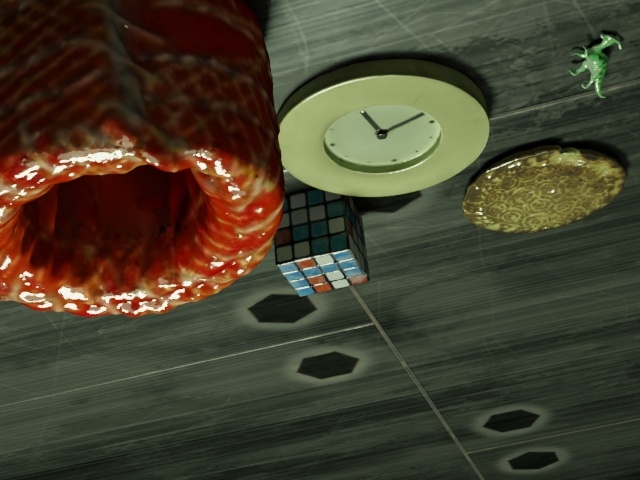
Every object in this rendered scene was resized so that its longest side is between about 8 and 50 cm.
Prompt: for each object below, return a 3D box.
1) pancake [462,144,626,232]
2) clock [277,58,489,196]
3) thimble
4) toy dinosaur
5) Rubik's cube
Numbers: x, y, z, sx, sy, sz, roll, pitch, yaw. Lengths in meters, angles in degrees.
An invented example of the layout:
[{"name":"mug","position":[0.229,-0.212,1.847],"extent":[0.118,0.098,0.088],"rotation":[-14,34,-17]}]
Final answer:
[{"name":"pancake","position":[0.265,-0.059,1.722],"extent":[0.199,0.021,0.199],"rotation":[-4,150,-2]},{"name":"clock","position":[0.067,-0.121,1.575],"extent":[0.235,0.029,0.235],"rotation":[-3,149,-2]},{"name":"thimble","position":[-0.206,-0.091,1.374],"extent":[0.350,0.231,0.350],"rotation":[-6,152,-3]},{"name":"toy dinosaur","position":[0.294,-0.186,1.506],"extent":[0.062,0.021,0.083],"rotation":[-40,137,26]},{"name":"Rubik's cube","position":[0.000,0.000,1.705],"extent":[0.092,0.092,0.092],"rotation":[-12,150,12]}]
